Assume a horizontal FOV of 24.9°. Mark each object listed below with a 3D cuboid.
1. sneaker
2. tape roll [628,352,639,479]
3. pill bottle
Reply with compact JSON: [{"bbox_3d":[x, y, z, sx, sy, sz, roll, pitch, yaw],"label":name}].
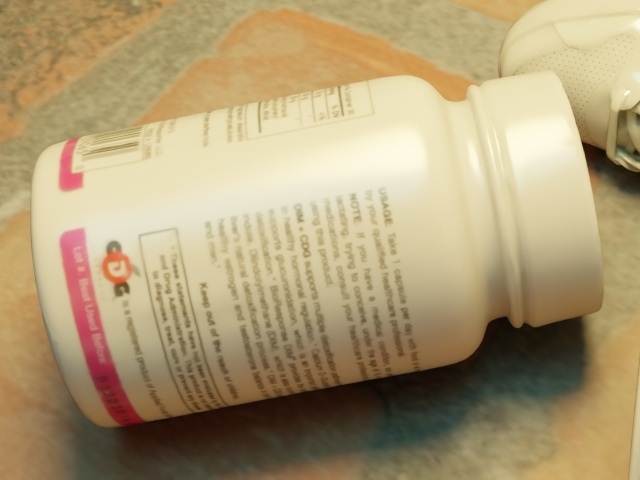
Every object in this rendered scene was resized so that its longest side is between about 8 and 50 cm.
[{"bbox_3d":[0.221,-0.044,0.814,0.292,0.108,0.169,13,51,21],"label":"sneaker"},{"bbox_3d":[0.224,0.081,0.617,0.169,0.246,0.246,5,51,16],"label":"tape roll"},{"bbox_3d":[0.000,0.000,0.790,0.283,0.160,0.160,-11,49,4],"label":"pill bottle"}]
